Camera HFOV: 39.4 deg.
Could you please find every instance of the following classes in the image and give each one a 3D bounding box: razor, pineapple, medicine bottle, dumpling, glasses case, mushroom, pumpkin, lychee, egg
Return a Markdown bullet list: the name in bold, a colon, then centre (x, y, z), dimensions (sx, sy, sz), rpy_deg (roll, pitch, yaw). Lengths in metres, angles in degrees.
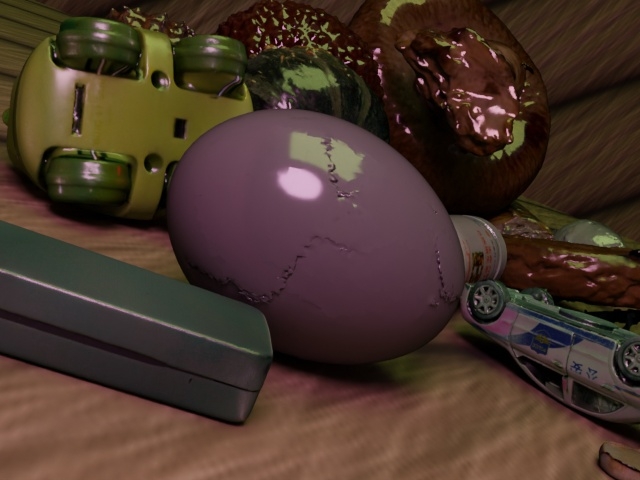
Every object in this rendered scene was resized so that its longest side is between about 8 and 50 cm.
- **razor**: centre (0.286, 0.094, 0.937), dimensions (0.082, 0.042, 0.253), rpy_deg (-3, -4, 31)
- **pineapple**: centre (-0.202, -0.206, 1.125), dimensions (0.166, 0.166, 0.193), rpy_deg (30, 11, 35)
- **medicine bottle**: centre (0.119, 0.017, 0.865), dimensions (0.086, 0.086, 0.183), rpy_deg (27, 12, 22)
- **dumpling**: centre (0.380, 0.013, 1.340), dimensions (0.149, 0.105, 0.216), rpy_deg (23, 12, 4)
- **glasses case**: centre (-0.117, 0.034, 0.442), dimensions (0.184, 0.039, 0.078), rpy_deg (20, 11, -12)
- **mushroom**: centre (0.177, -0.217, 1.191), dimensions (0.334, 0.356, 0.331), rpy_deg (-31, 70, -30)
- **pumpkin**: centre (-0.024, -0.091, 0.847), dimensions (0.146, 0.190, 0.190), rpy_deg (33, 15, 36)
- **lychee**: centre (-0.038, -0.165, 1.043), dimensions (0.236, 0.236, 0.271), rpy_deg (22, 29, 1)
- **egg**: centre (0.000, 0.000, 0.551), dimensions (0.199, 0.146, 0.146), rpy_deg (24, 10, -18)

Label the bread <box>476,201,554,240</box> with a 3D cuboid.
- **bread**: centre (0.273, -0.014, 1.316), dimensions (0.087, 0.098, 0.269), rpy_deg (63, 8, -7)

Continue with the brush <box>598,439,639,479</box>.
- **brush**: centre (0.338, 0.196, 0.612), dimensions (0.336, 0.020, 0.085), rpy_deg (20, 12, -9)

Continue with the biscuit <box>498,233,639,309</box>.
- **biscuit**: centre (0.289, 0.036, 1.038), dimensions (0.296, 0.075, 0.296), rpy_deg (8, 2, 0)

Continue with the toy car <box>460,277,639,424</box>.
- **toy car**: centre (0.210, 0.092, 0.715), dimensions (0.224, 0.076, 0.090), rpy_deg (21, 9, 42)

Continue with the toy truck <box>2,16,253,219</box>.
- **toy truck**: centre (-0.170, -0.093, 0.724), dimensions (0.210, 0.148, 0.187), rpy_deg (4, 0, 40)
